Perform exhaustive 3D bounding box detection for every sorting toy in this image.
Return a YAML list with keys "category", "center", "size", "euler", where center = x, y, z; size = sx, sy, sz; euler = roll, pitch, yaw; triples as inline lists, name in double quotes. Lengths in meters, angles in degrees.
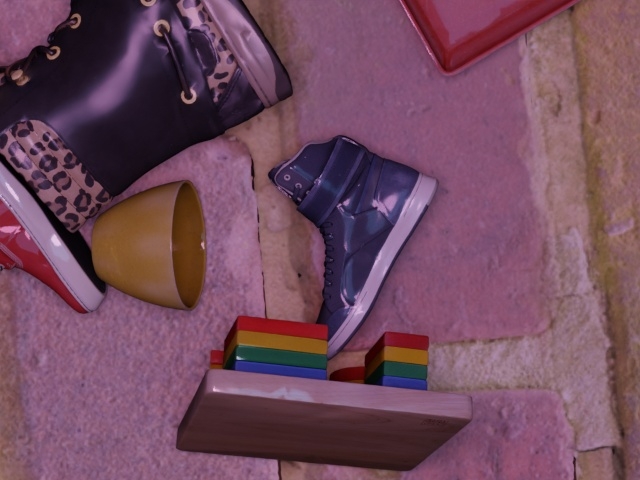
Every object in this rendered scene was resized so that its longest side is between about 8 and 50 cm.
- category: "sorting toy"
  center: [-0.002, 0.155, 1.668]
  size: [0.257, 0.255, 0.089]
  euler: [6, 69, -10]

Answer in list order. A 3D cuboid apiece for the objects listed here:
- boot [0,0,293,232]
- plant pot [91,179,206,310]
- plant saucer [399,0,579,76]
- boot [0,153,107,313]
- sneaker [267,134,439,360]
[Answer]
- category: "boot"
  center: [-0.241, -0.221, 1.653]
  size: [0.284, 0.138, 0.377]
  euler: [-37, 95, 2]
- category: "plant pot"
  center: [-0.180, 0.006, 1.692]
  size: [0.095, 0.134, 0.134]
  euler: [-1, 95, 11]
- category: "plant saucer"
  center: [0.174, -0.344, 1.735]
  size: [0.259, 0.048, 0.258]
  euler: [-31, 98, -4]
- category: "boot"
  center: [-0.351, 0.013, 1.691]
  size: [0.176, 0.088, 0.244]
  euler: [-40, 98, 5]
- category: "sneaker"
  center: [0.000, -0.001, 1.725]
  size: [0.163, 0.086, 0.226]
  euler: [27, 93, -7]
